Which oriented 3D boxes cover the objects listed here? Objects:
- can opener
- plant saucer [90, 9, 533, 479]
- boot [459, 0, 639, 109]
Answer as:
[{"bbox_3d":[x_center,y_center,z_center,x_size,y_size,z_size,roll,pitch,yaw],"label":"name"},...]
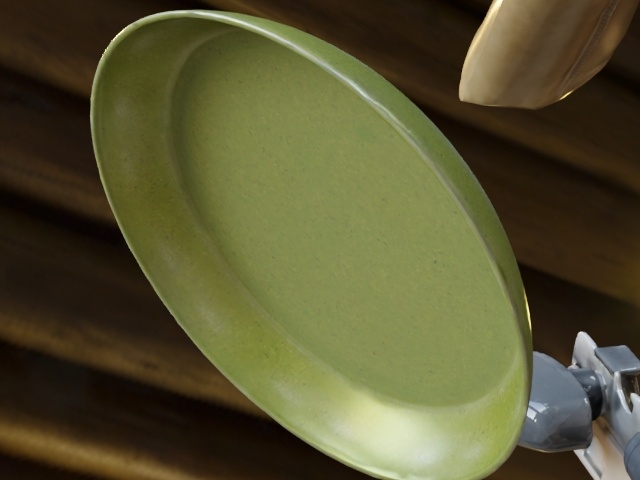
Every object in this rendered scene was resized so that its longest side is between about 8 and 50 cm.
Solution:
[{"bbox_3d":[0.150,0.132,0.883,0.095,0.283,0.076,-4,-67,-11],"label":"can opener"},{"bbox_3d":[0.000,0.000,0.767,0.037,0.241,0.241,-41,-59,-31],"label":"plant saucer"},{"bbox_3d":[0.127,-0.150,0.999,0.236,0.089,0.269,-29,-18,-25],"label":"boot"}]
